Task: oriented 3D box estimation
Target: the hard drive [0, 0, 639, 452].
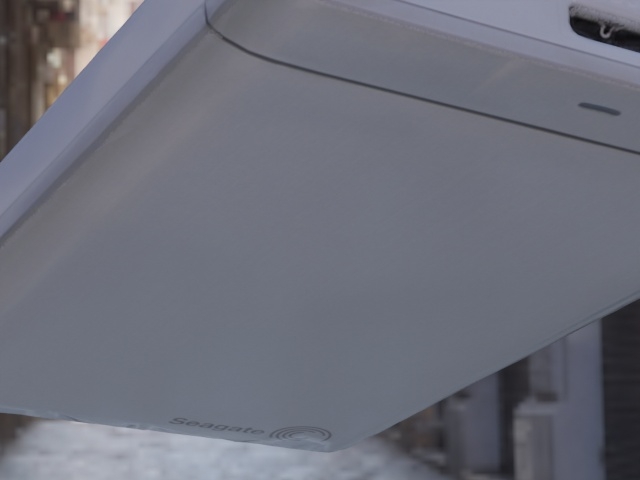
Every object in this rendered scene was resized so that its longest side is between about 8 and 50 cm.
[{"bbox_3d":[0.000,0.000,0.638,0.233,0.047,0.353,11,-26,-28],"label":"hard drive"}]
